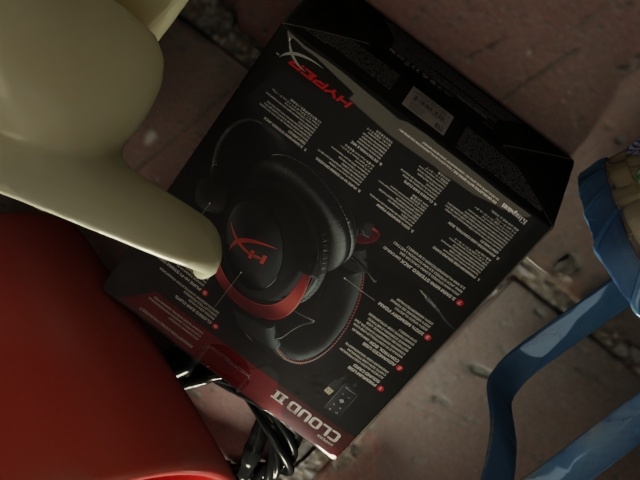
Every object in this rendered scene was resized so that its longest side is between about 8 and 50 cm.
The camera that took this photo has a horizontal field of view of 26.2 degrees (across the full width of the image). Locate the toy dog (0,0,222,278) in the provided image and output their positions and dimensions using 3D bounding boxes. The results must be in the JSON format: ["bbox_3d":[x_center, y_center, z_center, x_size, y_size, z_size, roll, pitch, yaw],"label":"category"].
[{"bbox_3d":[-0.167,-0.238,0.780,0.395,0.284,0.408,24,85,-27],"label":"toy dog"}]

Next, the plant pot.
[{"bbox_3d":[-0.226,0.130,1.016,0.275,0.275,0.243,-42,60,32],"label":"plant pot"}]

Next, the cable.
[{"bbox_3d":[-0.104,0.157,1.144,0.184,0.047,0.150,-27,111,27],"label":"cable"}]

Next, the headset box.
[{"bbox_3d":[0.000,0.000,0.975,0.218,0.110,0.293,36,123,-2],"label":"headset box"}]

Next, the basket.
[{"bbox_3d":[0.219,0.044,0.848,0.289,0.255,0.201,-43,96,14],"label":"basket"}]
